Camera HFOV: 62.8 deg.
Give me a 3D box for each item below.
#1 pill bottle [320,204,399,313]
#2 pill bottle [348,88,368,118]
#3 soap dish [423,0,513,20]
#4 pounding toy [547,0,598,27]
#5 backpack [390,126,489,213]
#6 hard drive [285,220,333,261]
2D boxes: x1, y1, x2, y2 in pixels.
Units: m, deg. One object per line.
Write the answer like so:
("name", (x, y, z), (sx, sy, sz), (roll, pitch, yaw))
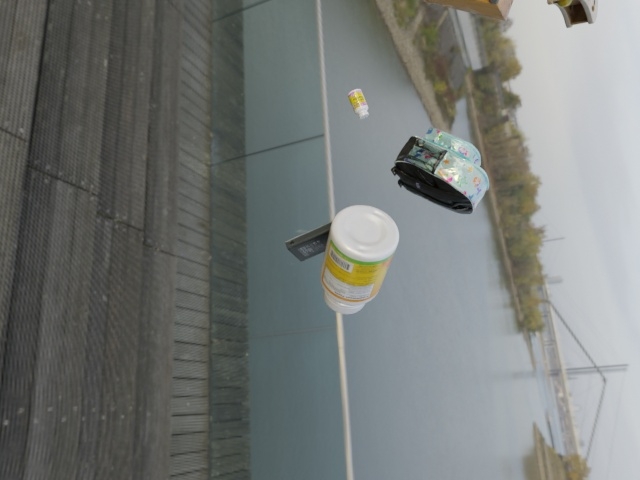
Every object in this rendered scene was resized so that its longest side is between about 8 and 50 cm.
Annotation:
("pill bottle", (0.072, 0.052, 1.115), (0.245, 0.137, 0.136), (102, -3, -51))
("pill bottle", (0.115, -0.406, 1.566), (0.043, 0.043, 0.083), (0, 67, -68))
("soap dish", (0.364, -0.708, 1.319), (0.118, 0.291, 0.228), (-35, 143, -64))
("pounding toy", (0.723, -0.713, 1.558), (0.270, 0.155, 0.154), (-20, 109, -45))
("backpack", (0.369, -0.194, 1.541), (0.191, 0.254, 0.225), (-52, 153, -4))
("hard drive", (0.000, 0.000, 1.176), (0.094, 0.135, 0.022), (49, 20, -62))
